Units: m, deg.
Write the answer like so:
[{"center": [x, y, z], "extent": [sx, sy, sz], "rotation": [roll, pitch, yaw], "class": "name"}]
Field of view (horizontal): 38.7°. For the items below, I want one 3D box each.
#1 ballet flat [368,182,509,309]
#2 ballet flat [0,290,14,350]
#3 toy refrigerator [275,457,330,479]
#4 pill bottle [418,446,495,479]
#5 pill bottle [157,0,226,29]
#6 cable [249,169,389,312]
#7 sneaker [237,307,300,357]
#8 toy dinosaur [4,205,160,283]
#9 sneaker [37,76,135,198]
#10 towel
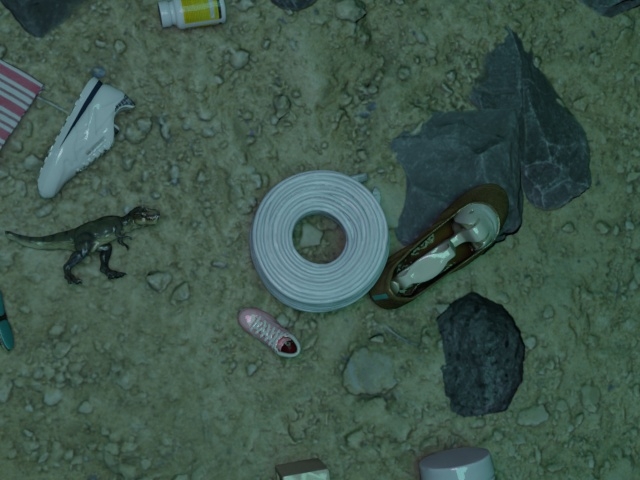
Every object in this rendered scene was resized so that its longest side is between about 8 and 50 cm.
[{"center": [0.237, 0.011, 1.702], "extent": [0.342, 0.124, 0.116], "rotation": [-34, 96, -10], "class": "ballet flat"}, {"center": [-0.566, 0.139, 1.591], "extent": [0.041, 0.041, 0.114], "rotation": [-14, 90, -11], "class": "ballet flat"}, {"center": [-0.023, 0.542, 1.644], "extent": [0.094, 0.102, 0.269], "rotation": [-7, 90, -11], "class": "toy refrigerator"}, {"center": [0.272, 0.536, 1.671], "extent": [0.160, 0.160, 0.283], "rotation": [-11, 90, -11], "class": "pill bottle"}, {"center": [-0.234, -0.419, 1.656], "extent": [0.116, 0.065, 0.065], "rotation": [-12, 90, -12], "class": "pill bottle"}, {"center": [0.000, 0.000, 1.657], "extent": [0.257, 0.089, 0.257], "rotation": [-6, 81, -6], "class": "cable"}, {"center": [-0.089, 0.169, 1.661], "extent": [0.134, 0.070, 0.051], "rotation": [37, 84, -6], "class": "sneaker"}, {"center": [-0.409, 0.015, 1.613], "extent": [0.268, 0.064, 0.118], "rotation": [-12, 84, -9], "class": "toy dinosaur"}, {"center": [-0.417, -0.170, 1.606], "extent": [0.095, 0.090, 0.235], "rotation": [30, 84, -18], "class": "sneaker"}, {"center": [-0.593, -0.232, 1.584], "extent": [0.144, 0.029, 0.197], "rotation": [31, 66, -10], "class": "towel"}]
